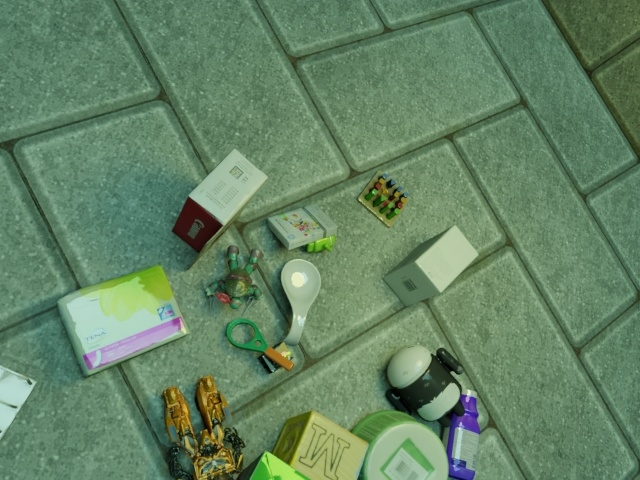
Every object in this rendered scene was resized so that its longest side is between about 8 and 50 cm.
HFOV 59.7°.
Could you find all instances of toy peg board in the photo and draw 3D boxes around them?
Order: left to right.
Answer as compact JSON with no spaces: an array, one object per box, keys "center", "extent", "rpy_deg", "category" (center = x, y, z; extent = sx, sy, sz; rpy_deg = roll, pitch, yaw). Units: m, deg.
[{"center":[0.246,-0.162,2.020],"extent":[0.161,0.079,0.160],"rpy_deg":[41,62,-7],"category":"toy peg board"}]

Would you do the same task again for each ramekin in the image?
[{"center":[0.232,0.670,1.667],"extent":[0.304,0.148,0.303],"rpy_deg":[3,80,-16],"category":"ramekin"}]

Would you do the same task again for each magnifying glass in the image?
[{"center":[-0.180,0.314,1.662],"extent":[0.231,0.026,0.092],"rpy_deg":[31,55,15],"category":"magnifying glass"}]

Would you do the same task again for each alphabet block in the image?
[{"center":[-0.016,0.622,1.571],"extent":[0.197,0.192,0.193],"rpy_deg":[35,53,-11],"category":"alphabet block"}]

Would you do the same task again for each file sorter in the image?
[{"center":[-0.840,0.413,1.304],"extent":[0.193,0.173,0.277],"rpy_deg":[30,64,-11],"category":"file sorter"}]

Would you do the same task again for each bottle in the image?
[{"center":[0.465,0.636,1.839],"extent":[0.118,0.092,0.282],"rpy_deg":[23,65,-18],"category":"bottle"}]

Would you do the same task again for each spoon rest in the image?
[{"center":[-0.070,0.189,1.763],"extent":[0.137,0.084,0.276],"rpy_deg":[14,69,-19],"category":"spoon rest"}]

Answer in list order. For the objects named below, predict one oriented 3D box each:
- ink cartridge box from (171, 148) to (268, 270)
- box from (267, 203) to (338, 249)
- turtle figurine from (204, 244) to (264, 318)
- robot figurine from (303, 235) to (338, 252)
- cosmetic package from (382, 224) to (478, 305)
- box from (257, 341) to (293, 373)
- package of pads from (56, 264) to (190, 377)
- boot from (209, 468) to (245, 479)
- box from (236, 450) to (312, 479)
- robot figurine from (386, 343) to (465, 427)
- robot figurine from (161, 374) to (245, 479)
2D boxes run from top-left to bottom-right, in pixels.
[{"center":[-0.320,-0.079,1.615],"extent":[0.130,0.309,0.271],"rpy_deg":[41,62,-6],"category":"ink cartridge box"},{"center":[-0.059,-0.047,1.831],"extent":[0.186,0.038,0.145],"rpy_deg":[-19,45,-26],"category":"box"},{"center":[-0.249,0.133,1.692],"extent":[0.175,0.118,0.234],"rpy_deg":[18,61,-17],"category":"turtle figurine"},{"center":[0.000,0.000,1.865],"extent":[0.115,0.067,0.101],"rpy_deg":[-16,50,-26],"category":"robot figurine"},{"center":[0.375,0.090,1.908],"extent":[0.225,0.224,0.138],"rpy_deg":[-40,91,-28],"category":"cosmetic package"},{"center":[-0.136,0.357,1.696],"extent":[0.083,0.052,0.062],"rpy_deg":[-32,88,-27],"category":"box"},{"center":[-0.543,0.212,1.539],"extent":[0.297,0.101,0.229],"rpy_deg":[-21,83,-28],"category":"package of pads"},{"center":[-0.307,0.740,1.472],"extent":[0.264,0.096,0.280],"rpy_deg":[8,66,-14],"category":"boot"},{"center":[-0.096,0.687,1.420],"extent":[0.262,0.231,0.126],"rpy_deg":[33,49,0],"category":"box"},{"center":[0.341,0.465,1.801],"extent":[0.278,0.173,0.209],"rpy_deg":[47,58,-3],"category":"robot figurine"},{"center":[-0.324,0.528,1.519],"extent":[0.211,0.085,0.290],"rpy_deg":[-14,67,-26],"category":"robot figurine"}]
